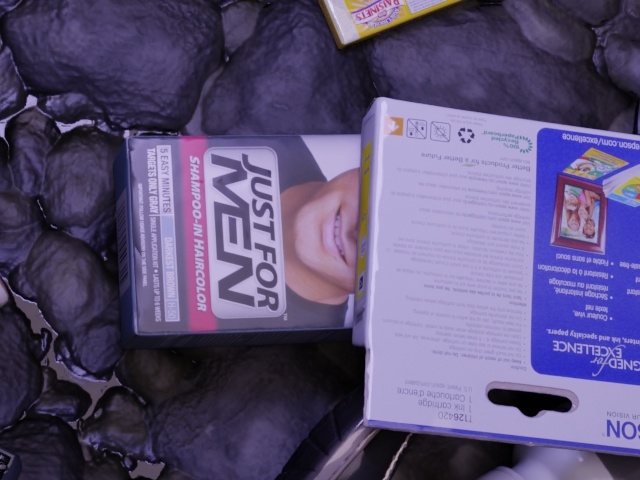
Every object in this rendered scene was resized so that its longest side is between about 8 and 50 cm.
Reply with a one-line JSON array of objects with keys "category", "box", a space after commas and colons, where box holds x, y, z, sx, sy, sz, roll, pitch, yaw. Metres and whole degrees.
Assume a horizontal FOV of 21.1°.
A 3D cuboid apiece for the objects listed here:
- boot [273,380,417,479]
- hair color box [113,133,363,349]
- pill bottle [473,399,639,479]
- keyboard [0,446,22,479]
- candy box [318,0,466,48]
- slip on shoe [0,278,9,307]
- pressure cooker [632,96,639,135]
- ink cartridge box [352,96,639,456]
[{"category": "boot", "box": [0.061, 0.328, 1.552, 0.284, 0.138, 0.377, 36, 84, -6]}, {"category": "hair color box", "box": [0.000, 0.000, 1.619, 0.374, 0.113, 0.185, -1, 80, -14]}, {"category": "pill bottle", "box": [0.294, 0.218, 1.618, 0.318, 0.176, 0.176, -26, 87, -16]}, {"category": "keyboard", "box": [-0.348, 0.261, 1.529, 0.100, 0.038, 0.192, 26, 75, -8]}, {"category": "candy box", "box": [0.091, -0.276, 1.734, 0.206, 0.027, 0.105, -22, 88, -16]}, {"category": "slip on shoe", "box": [-0.322, 0.000, 1.578, 0.041, 0.051, 0.135, -35, 83, -28]}, {"category": "pressure cooker", "box": [0.529, -0.117, 1.608, 0.370, 0.420, 0.375, 38, 73, -4]}, {"category": "ink cartridge box", "box": [0.182, 0.039, 1.547, 0.303, 0.072, 0.307, 8, 73, -11]}]
